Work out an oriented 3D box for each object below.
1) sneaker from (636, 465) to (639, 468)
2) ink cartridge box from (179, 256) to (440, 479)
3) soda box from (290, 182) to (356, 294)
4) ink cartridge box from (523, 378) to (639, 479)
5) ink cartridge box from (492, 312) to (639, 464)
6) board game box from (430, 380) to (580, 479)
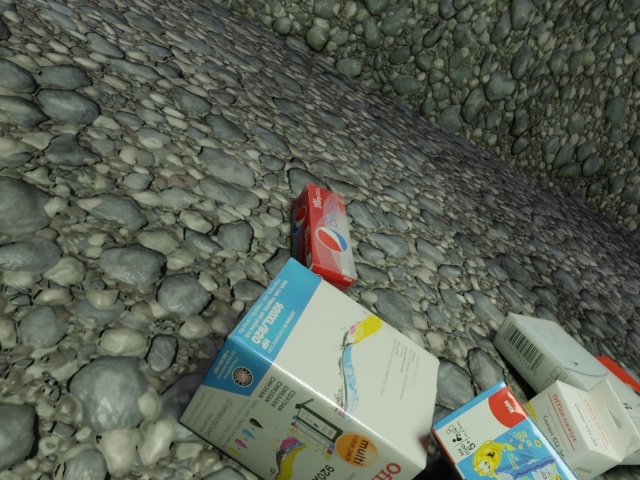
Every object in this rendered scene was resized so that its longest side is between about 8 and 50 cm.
[{"bbox_3d":[0.625,0.401,0.909,0.209,0.082,0.069,27,34,-8],"label":"sneaker"},{"bbox_3d":[-0.005,0.178,0.552,0.232,0.171,0.168,34,32,1],"label":"ink cartridge box"},{"bbox_3d":[0.000,0.000,0.885,0.092,0.084,0.263,21,34,-19],"label":"soda box"},{"bbox_3d":[0.357,0.296,0.694,0.067,0.198,0.115,23,32,-16],"label":"ink cartridge box"},{"bbox_3d":[0.590,0.291,0.930,0.384,0.091,0.308,11,23,-23],"label":"ink cartridge box"},{"bbox_3d":[0.245,0.332,0.484,0.302,0.086,0.308,58,-2,34],"label":"board game box"}]
